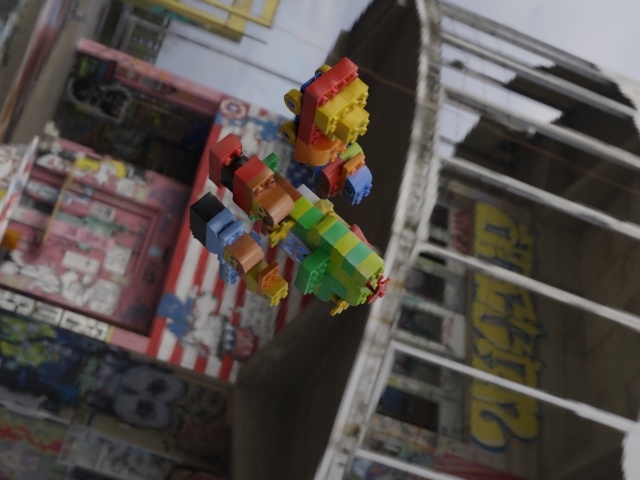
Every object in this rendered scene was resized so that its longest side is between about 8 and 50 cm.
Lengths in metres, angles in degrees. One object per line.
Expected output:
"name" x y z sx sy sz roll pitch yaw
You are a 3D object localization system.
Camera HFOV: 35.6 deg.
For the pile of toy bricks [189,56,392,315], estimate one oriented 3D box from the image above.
"pile of toy bricks" 0.000 0.000 0.597 0.118 0.105 0.212 -42 165 -23
